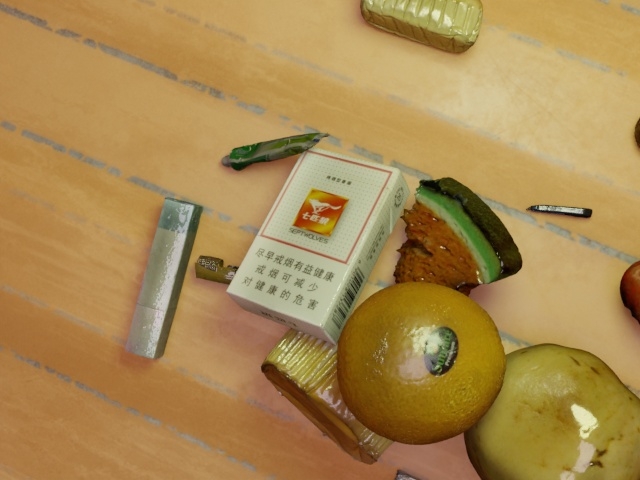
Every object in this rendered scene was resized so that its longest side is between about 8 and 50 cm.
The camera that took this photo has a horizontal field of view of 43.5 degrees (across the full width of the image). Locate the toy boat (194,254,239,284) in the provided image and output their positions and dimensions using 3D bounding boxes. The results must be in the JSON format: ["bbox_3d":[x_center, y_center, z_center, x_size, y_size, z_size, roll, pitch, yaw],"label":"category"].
[{"bbox_3d":[-0.180,0.063,1.598,0.149,0.047,0.049,10,90,9],"label":"toy boat"}]

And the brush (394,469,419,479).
[{"bbox_3d":[0.280,0.543,1.540,0.314,0.017,0.090,22,95,8],"label":"brush"}]

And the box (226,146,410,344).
[{"bbox_3d":[0.000,0.000,1.467,0.210,0.095,0.330,17,71,28],"label":"box"}]

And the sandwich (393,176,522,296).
[{"bbox_3d":[0.235,0.060,1.492,0.250,0.162,0.301,48,115,37],"label":"sandwich"}]

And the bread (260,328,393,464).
[{"bbox_3d":[0.040,0.273,1.501,0.288,0.204,0.156,41,71,5],"label":"bread"}]

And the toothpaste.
[{"bbox_3d":[-0.097,-0.171,1.543,0.247,0.078,0.047,-8,109,38],"label":"toothpaste"}]

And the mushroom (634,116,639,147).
[{"bbox_3d":[0.641,-0.195,1.464,0.126,0.085,0.109,41,65,21],"label":"mushroom"}]

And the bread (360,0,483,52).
[{"bbox_3d":[0.191,-0.438,1.505,0.236,0.140,0.106,21,89,6],"label":"bread"}]

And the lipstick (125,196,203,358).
[{"bbox_3d":[-0.313,0.075,1.609,0.068,0.066,0.318,15,91,7],"label":"lipstick"}]

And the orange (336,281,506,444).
[{"bbox_3d":[0.160,0.197,1.301,0.274,0.274,0.274,0,89,8],"label":"orange"}]

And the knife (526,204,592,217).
[{"bbox_3d":[0.452,-0.058,1.518,0.121,0.031,0.018,7,90,14],"label":"knife"}]

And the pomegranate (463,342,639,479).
[{"bbox_3d":[0.402,0.346,1.378,0.332,0.332,0.333,0,89,8],"label":"pomegranate"}]

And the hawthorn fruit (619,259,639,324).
[{"bbox_3d":[0.637,0.082,1.421,0.194,0.157,0.157,-33,85,11],"label":"hawthorn fruit"}]
